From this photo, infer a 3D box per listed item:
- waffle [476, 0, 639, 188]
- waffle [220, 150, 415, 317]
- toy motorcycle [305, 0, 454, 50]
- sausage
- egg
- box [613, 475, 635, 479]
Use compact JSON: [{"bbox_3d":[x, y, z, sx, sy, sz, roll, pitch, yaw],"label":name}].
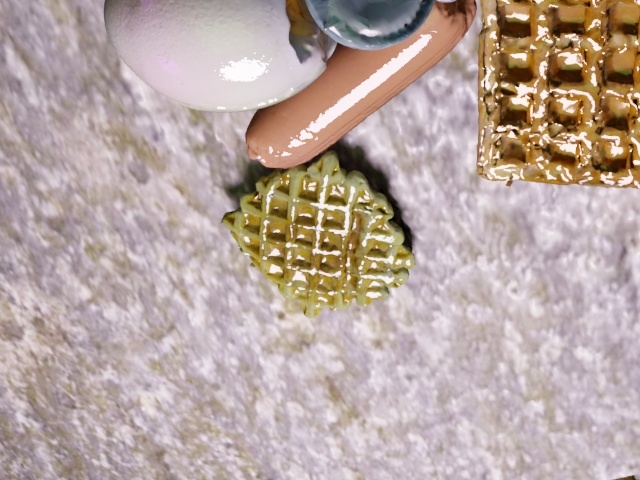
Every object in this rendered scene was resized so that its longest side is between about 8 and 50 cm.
[{"bbox_3d":[0.298,-0.150,0.889,0.308,0.091,0.213,4,127,15],"label":"waffle"},{"bbox_3d":[0.000,0.000,1.126,0.208,0.054,0.214,-28,119,30],"label":"waffle"},{"bbox_3d":[0.020,-0.323,0.793,0.319,0.241,0.182,47,152,-10],"label":"toy motorcycle"},{"bbox_3d":[0.032,-0.162,0.970,0.289,0.086,0.086,-33,111,35],"label":"sausage"},{"bbox_3d":[-0.103,-0.210,0.917,0.217,0.183,0.183,-5,124,24],"label":"egg"},{"bbox_3d":[0.403,0.373,1.299,0.090,0.023,0.133,-21,117,32],"label":"box"}]
